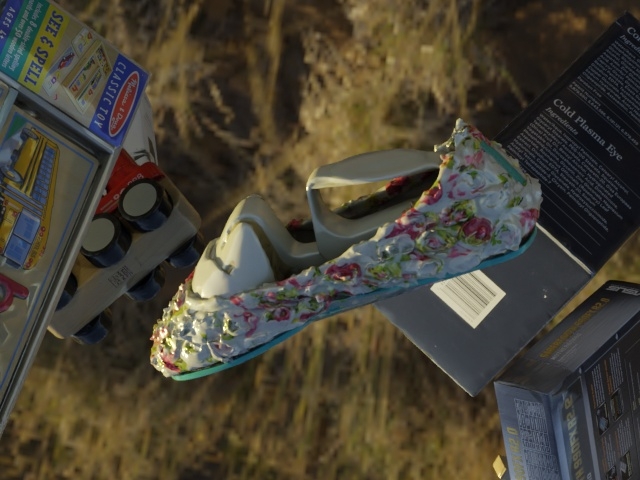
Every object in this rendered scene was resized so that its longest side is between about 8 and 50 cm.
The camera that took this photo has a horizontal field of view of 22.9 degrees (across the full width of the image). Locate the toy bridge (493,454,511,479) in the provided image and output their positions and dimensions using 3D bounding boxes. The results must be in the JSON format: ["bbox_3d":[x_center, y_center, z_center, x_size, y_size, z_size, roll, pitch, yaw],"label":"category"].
[{"bbox_3d":[0.186,0.315,1.754,0.063,0.026,0.188,16,118,-26],"label":"toy bridge"}]

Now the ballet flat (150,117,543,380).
[{"bbox_3d":[0.000,0.000,0.836,0.241,0.091,0.077,-23,115,20],"label":"ballet flat"}]

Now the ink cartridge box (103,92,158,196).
[{"bbox_3d":[-0.297,-0.098,2.119,0.153,0.208,0.087,-11,154,5],"label":"ink cartridge box"}]

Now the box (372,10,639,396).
[{"bbox_3d":[0.260,-0.036,1.804,0.179,0.312,0.343,42,149,6],"label":"box"}]

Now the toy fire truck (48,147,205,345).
[{"bbox_3d":[-0.290,-0.040,1.842,0.217,0.246,0.158,-40,142,-1],"label":"toy fire truck"}]

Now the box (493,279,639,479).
[{"bbox_3d":[0.235,0.176,1.342,0.056,0.183,0.231,10,123,41],"label":"box"}]

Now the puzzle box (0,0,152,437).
[{"bbox_3d":[-0.329,-0.043,1.438,0.052,0.408,0.272,3,157,43],"label":"puzzle box"}]
